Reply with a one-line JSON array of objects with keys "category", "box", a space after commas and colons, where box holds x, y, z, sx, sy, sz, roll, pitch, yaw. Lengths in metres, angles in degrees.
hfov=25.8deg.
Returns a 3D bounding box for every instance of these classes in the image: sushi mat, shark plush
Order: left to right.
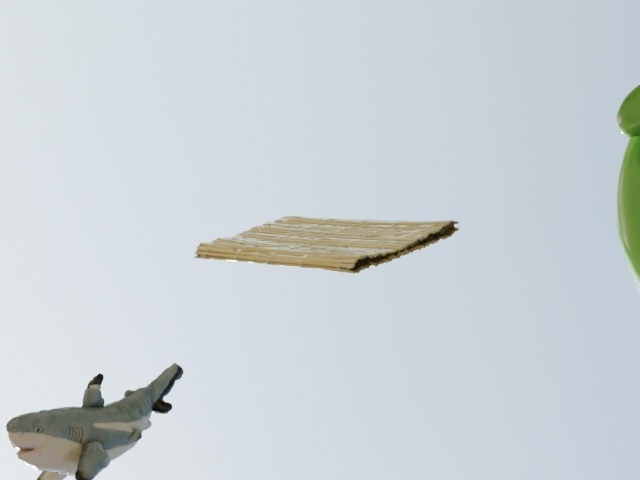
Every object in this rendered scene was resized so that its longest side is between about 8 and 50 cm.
[{"category": "shark plush", "box": [-0.167, 0.136, 1.099, 0.161, 0.067, 0.073, -27, -174, -28]}, {"category": "sushi mat", "box": [0.000, 0.000, 1.587, 0.151, 0.019, 0.316, -20, -166, -35]}]

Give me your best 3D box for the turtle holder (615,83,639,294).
[{"category": "turtle holder", "box": [0.347, -0.037, 1.090, 0.243, 0.227, 0.320, -28, -121, 10]}]
